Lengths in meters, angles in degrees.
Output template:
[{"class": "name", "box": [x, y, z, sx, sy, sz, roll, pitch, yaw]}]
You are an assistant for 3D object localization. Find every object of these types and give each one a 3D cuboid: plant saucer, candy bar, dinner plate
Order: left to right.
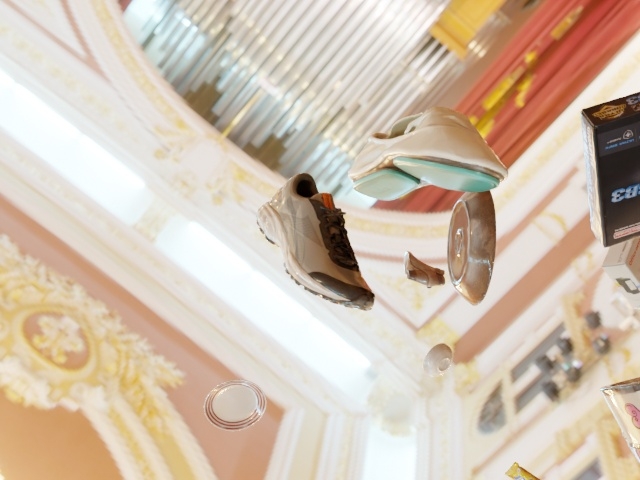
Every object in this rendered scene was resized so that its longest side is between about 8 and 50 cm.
[{"class": "dinner plate", "box": [-0.193, 0.369, 2.286, 0.141, 0.141, 0.017, 33, -165, -23]}, {"class": "plant saucer", "box": [0.237, 0.005, 1.623, 0.036, 0.198, 0.198, 4, -151, -7]}, {"class": "candy bar", "box": [0.458, 0.516, 2.094, 0.161, 0.040, 0.018, 34, -155, 10]}]

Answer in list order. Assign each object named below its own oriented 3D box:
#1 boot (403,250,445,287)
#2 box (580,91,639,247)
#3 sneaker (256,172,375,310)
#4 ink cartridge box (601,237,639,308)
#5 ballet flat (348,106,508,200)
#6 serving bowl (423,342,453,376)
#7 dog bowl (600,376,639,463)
[{"class": "boot", "box": [0.236, 0.067, 2.286, 0.087, 0.042, 0.118, 8, -146, -7]}, {"class": "box", "box": [0.645, -0.153, 1.895, 0.073, 0.296, 0.293, -108, 1, -52]}, {"class": "sneaker", "box": [0.000, 0.000, 1.436, 0.100, 0.108, 0.271, 19, -156, -43]}, {"class": "ink cartridge box", "box": [0.811, 0.072, 2.601, 0.175, 0.072, 0.127, 47, -123, -25]}, {"class": "ballet flat", "box": [0.161, -0.143, 1.572, 0.139, 0.139, 0.400, 35, 166, -18]}, {"class": "serving bowl", "box": [0.274, 0.277, 2.316, 0.083, 0.083, 0.027, 23, -173, -43]}, {"class": "dog bowl", "box": [0.685, 0.274, 1.678, 0.408, 0.408, 0.150, 6, -110, -59]}]
